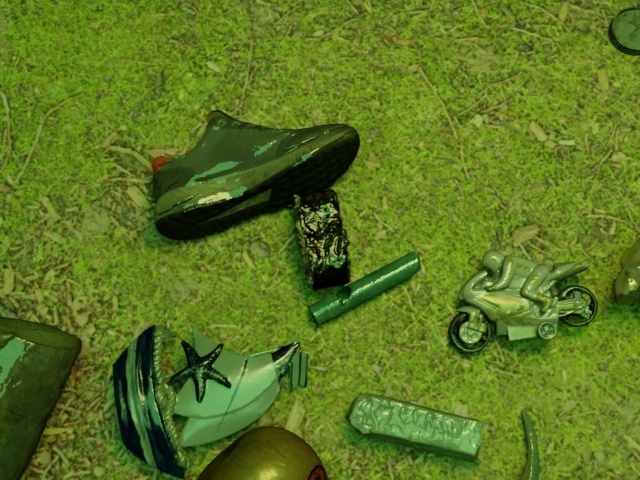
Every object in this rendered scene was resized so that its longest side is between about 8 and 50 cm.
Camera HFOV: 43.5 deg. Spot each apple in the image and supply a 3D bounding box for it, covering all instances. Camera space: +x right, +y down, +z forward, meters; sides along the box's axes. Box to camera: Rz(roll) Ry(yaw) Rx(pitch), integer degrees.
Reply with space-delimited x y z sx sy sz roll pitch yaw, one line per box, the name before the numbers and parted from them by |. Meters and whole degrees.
apple | -0.078 0.344 1.086 0.182 0.182 0.155 -41 94 -9

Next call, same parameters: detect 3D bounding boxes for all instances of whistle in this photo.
whistle | 0.070 0.073 1.223 0.186 0.039 0.039 -27 77 -6

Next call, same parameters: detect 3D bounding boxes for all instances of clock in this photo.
clock | 0.526 -0.351 1.341 0.085 0.017 0.085 0 76 1

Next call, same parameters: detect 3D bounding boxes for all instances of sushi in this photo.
sushi | 0.000 0.000 1.218 0.078 0.090 0.150 -9 75 -6

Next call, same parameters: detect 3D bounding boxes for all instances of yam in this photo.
yam | -0.462 0.234 1.129 0.161 0.161 0.268 22 79 6

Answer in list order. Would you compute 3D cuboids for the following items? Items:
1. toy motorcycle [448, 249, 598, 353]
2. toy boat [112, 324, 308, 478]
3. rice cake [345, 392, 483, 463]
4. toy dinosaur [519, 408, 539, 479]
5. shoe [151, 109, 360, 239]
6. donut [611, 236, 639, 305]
toy motorcycle | 0.294 0.082 1.202 0.229 0.074 0.151 -15 81 6
toy boat | -0.174 0.199 1.182 0.292 0.070 0.210 -35 82 -12
rice cake | 0.138 0.268 1.157 0.207 0.069 0.063 12 76 5
toy dinosaur | 0.270 0.431 1.108 0.206 0.092 0.392 5 78 7
shoe | -0.113 -0.133 1.245 0.337 0.132 0.171 -22 67 -2
donut | 0.618 0.108 1.152 0.307 0.150 0.371 -34 78 -8
